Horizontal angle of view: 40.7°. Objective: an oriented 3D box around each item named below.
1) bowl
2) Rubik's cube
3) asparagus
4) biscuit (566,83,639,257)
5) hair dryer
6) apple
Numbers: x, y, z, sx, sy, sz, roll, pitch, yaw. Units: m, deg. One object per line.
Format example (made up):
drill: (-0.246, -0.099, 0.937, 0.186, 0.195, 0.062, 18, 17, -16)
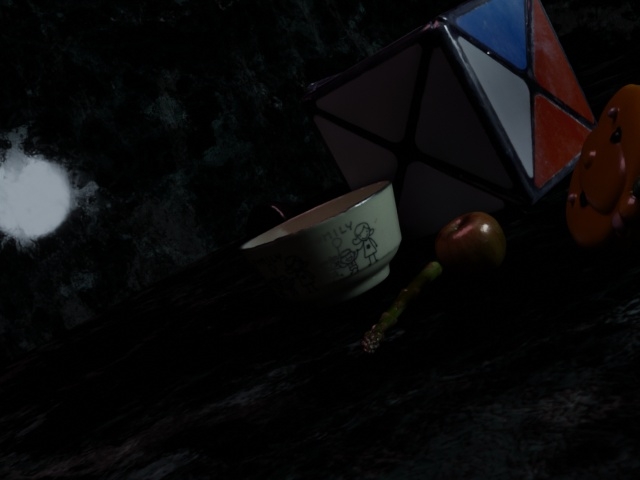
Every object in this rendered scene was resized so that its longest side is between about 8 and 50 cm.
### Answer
bowl: (0.018, 0.015, 1.228, 0.237, 0.126, 0.238, -26, 7, 3)
Rubik's cube: (0.207, -0.186, 1.342, 0.310, 0.307, 0.305, -20, 12, 44)
asparagus: (0.091, 0.073, 0.972, 0.024, 0.025, 0.248, 23, 27, 17)
biscuit: (0.277, -0.062, 0.813, 0.050, 0.170, 0.170, 14, 4, -6)
hair dryer: (-0.006, 0.018, 1.578, 0.320, 0.156, 0.284, -15, -22, -42)
apple: (0.172, 0.008, 0.979, 0.084, 0.071, 0.084, -31, 11, 7)
